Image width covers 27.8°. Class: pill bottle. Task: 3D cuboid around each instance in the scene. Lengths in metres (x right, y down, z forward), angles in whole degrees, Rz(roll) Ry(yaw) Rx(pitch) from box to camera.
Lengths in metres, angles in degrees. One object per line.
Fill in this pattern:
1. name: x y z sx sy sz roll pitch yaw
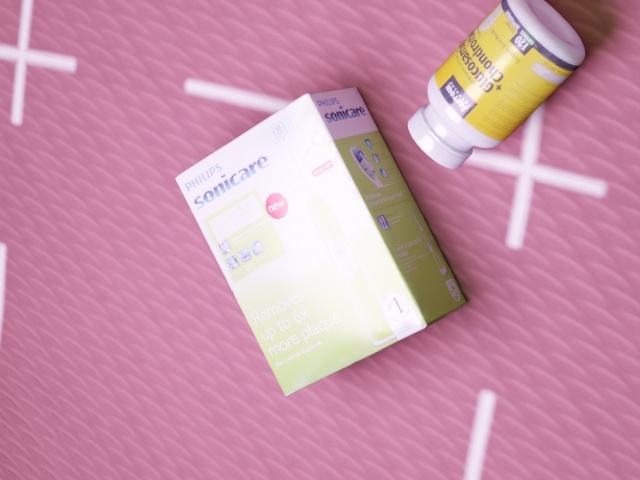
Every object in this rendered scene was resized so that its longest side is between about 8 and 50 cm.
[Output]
1. pill bottle: 0.177 -0.162 1.340 0.103 0.103 0.184 49 118 12

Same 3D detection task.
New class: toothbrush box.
1. toothbrush box: 0.000 0.000 1.461 0.206 0.122 0.283 -29 85 30
